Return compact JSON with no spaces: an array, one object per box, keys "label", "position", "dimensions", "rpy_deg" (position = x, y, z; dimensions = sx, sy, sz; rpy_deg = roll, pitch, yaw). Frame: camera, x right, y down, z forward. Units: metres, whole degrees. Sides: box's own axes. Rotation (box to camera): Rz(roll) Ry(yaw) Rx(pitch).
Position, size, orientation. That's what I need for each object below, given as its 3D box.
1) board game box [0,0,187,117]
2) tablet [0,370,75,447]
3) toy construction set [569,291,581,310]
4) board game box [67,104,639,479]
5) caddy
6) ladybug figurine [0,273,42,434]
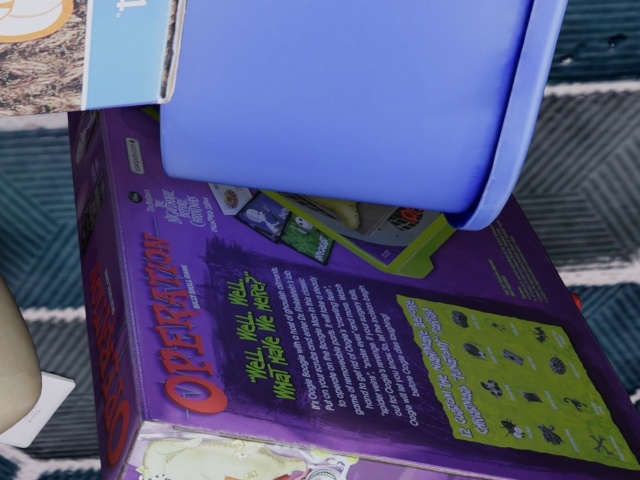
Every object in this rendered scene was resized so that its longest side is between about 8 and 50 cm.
[{"label":"board game box","position":[-0.198,-0.156,0.407],"dimensions":[0.291,0.232,0.141],"rpy_deg":[-6,149,-16]},{"label":"tablet","position":[-0.205,0.111,0.978],"dimensions":[0.054,0.006,0.083],"rpy_deg":[20,131,-26]},{"label":"toy construction set","position":[-0.002,0.131,0.896],"dimensions":[0.237,0.257,0.308],"rpy_deg":[14,115,-5]},{"label":"board game box","position":[0.000,0.000,0.630],"dimensions":[0.208,0.346,0.056],"rpy_deg":[16,118,-21]},{"label":"caddy","position":[0.038,-0.159,0.539],"dimensions":[0.179,0.241,0.341],"rpy_deg":[3,138,-4]},{"label":"ladybug figurine","position":[-0.367,0.045,0.717],"dimensions":[0.450,0.161,0.305],"rpy_deg":[-4,176,-20]}]
